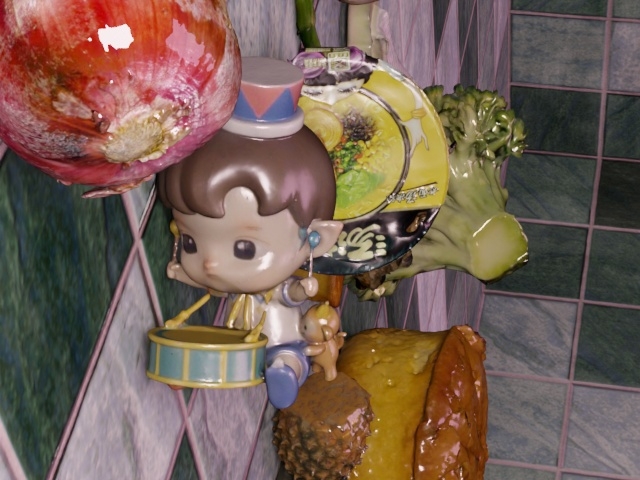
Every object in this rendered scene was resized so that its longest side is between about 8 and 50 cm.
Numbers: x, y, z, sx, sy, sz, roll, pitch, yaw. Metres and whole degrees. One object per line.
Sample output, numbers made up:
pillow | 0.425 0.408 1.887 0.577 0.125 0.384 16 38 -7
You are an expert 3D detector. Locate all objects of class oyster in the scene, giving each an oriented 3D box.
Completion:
oyster | 0.078 -0.014 1.773 0.345 0.078 0.129 122 -21 -66

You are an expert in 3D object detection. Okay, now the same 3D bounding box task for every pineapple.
pineapple | -0.001 0.266 1.812 0.125 0.125 0.251 -68 167 -53

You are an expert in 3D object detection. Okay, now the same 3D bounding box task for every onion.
onion | -0.131 -0.130 0.907 0.159 0.159 0.195 70 -3 -65

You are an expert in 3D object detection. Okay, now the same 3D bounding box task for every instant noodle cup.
instant noodle cup | 0.020 -0.096 1.549 0.236 0.215 0.215 -76 170 -75

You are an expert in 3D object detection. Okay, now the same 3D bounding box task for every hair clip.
hair clip | 0.079 -0.239 2.003 0.218 0.071 0.159 61 27 -50

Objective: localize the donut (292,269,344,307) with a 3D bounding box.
donut | 0.000 0.000 1.789 0.152 0.058 0.152 6 90 -81

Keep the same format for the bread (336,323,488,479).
bread | 0.122 0.290 2.159 0.398 0.215 0.398 5 90 -77

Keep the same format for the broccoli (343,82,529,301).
broccoli | 0.142 -0.042 1.961 0.245 0.248 0.288 42 -44 50

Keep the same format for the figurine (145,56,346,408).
figurine | -0.064 -0.008 1.262 0.158 0.161 0.275 -2 94 -58

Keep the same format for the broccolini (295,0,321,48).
broccolini | -0.005 -0.205 1.731 0.239 0.051 0.054 74 29 -44

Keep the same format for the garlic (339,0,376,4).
garlic | 0.065 -0.316 1.753 0.174 0.124 0.099 -22 126 -26
